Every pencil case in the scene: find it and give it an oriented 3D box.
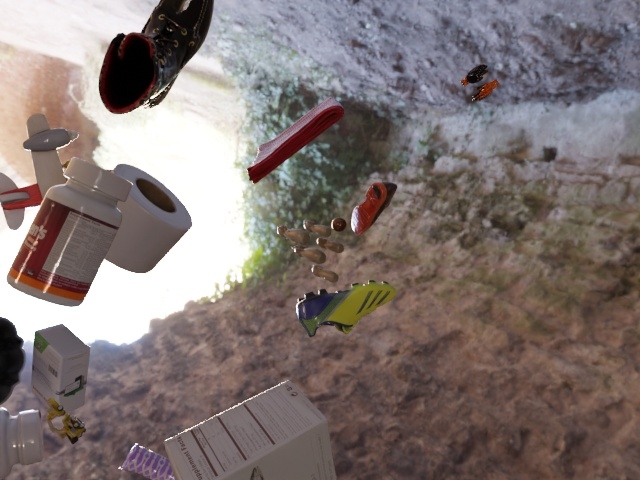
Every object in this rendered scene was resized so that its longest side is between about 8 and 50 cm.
[{"bbox_3d":[-0.533,0.738,1.665,0.206,0.088,0.086,30,161,-7],"label":"pencil case"}]

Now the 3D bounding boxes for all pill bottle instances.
[{"bbox_3d":[-0.400,-0.014,0.835,0.121,0.221,0.121,23,174,2],"label":"pill bottle"},{"bbox_3d":[-0.740,0.438,1.082,0.272,0.152,0.152,-5,-168,-25],"label":"pill bottle"}]

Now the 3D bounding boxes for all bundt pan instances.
[{"bbox_3d":[-1.062,0.360,1.513,0.124,0.331,0.331,-12,169,34],"label":"bundt pan"}]

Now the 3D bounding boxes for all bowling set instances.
[{"bbox_3d":[0.000,0.000,1.881,0.154,0.200,0.287,17,148,48],"label":"bowling set"}]

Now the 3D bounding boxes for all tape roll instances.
[{"bbox_3d":[-0.478,-0.057,1.336,0.246,0.169,0.246,44,-169,-10],"label":"tape roll"}]

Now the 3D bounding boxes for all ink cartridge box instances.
[{"bbox_3d":[-0.783,0.387,1.548,0.160,0.219,0.092,28,-155,28],"label":"ink cartridge box"}]

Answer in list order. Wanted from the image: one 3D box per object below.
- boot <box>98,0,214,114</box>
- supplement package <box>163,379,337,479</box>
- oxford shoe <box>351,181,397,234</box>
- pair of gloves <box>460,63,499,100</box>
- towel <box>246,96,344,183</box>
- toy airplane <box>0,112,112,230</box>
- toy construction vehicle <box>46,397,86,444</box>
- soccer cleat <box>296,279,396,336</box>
[{"bbox_3d":[-0.382,-0.463,1.213,0.138,0.377,0.284,33,-164,-15],"label":"boot"},{"bbox_3d":[-0.084,0.275,0.641,0.179,0.105,0.105,-21,-152,-26],"label":"supplement package"},{"bbox_3d":[0.200,-0.113,1.911,0.098,0.271,0.097,-13,-117,-32],"label":"oxford shoe"},{"bbox_3d":[0.404,-0.399,1.307,0.083,0.074,0.010,44,-160,-24],"label":"pair of gloves"},{"bbox_3d":[-0.047,-0.200,0.962,0.031,0.199,0.275,52,-170,-17],"label":"towel"},{"bbox_3d":[-0.841,-0.168,1.678,0.272,0.384,0.386,-11,140,41],"label":"toy airplane"},{"bbox_3d":[-0.496,0.355,0.995,0.098,0.086,0.035,34,-131,14],"label":"toy construction vehicle"},{"bbox_3d":[0.074,0.175,1.305,0.289,0.121,0.093,-8,161,-30],"label":"soccer cleat"}]
